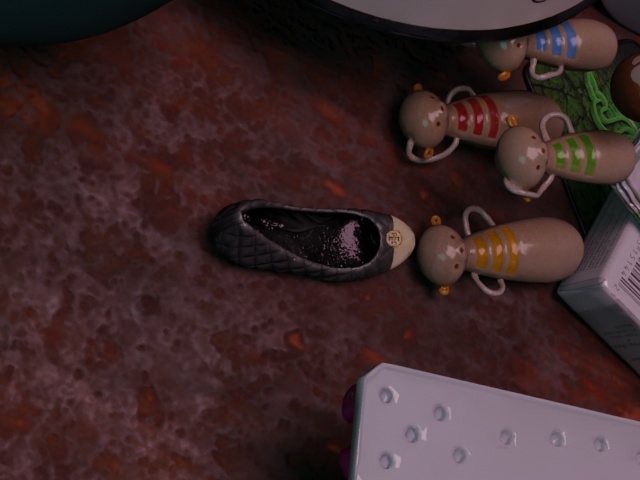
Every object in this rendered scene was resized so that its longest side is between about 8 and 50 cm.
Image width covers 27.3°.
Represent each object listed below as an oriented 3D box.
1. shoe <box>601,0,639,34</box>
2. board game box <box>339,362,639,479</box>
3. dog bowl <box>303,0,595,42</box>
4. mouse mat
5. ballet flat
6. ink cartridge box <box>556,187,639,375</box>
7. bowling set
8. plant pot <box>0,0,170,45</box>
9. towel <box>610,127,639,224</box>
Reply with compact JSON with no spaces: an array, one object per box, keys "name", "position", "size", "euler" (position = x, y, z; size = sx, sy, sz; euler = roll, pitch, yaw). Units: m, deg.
[{"name":"shoe","position":[0.332,-0.232,1.236],"size":[0.178,0.063,0.081],"euler":[25,64,-28]},{"name":"board game box","position":[0.168,0.309,0.876],"size":[0.390,0.050,0.390],"euler":[15,69,-25]},{"name":"dog bowl","position":[0.083,-0.354,0.992],"size":[0.408,0.150,0.408],"euler":[8,58,-13]},{"name":"mouse mat","position":[0.267,-0.085,1.188],"size":[0.153,0.007,0.189],"euler":[-17,86,-33]},{"name":"ballet flat","position":[0.000,0.000,0.982],"size":[0.173,0.049,0.057],"euler":[2,76,-30]},{"name":"ink cartridge box","position":[0.374,0.015,1.182],"size":[0.261,0.066,0.296],"euler":[42,62,-16]},{"name":"bowling set","position":[0.163,-0.114,1.029],"size":[0.154,0.200,0.287],"euler":[-2,74,-29]},{"name":"plant pot","position":[-0.182,-0.257,0.835],"size":[0.293,0.235,0.293],"euler":[8,73,-28]},{"name":"towel","position":[0.312,-0.033,1.107],"size":[0.152,0.023,0.113],"euler":[50,61,-10]}]
